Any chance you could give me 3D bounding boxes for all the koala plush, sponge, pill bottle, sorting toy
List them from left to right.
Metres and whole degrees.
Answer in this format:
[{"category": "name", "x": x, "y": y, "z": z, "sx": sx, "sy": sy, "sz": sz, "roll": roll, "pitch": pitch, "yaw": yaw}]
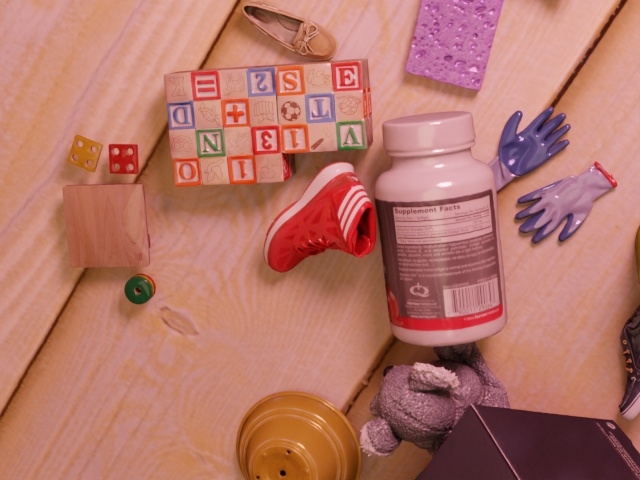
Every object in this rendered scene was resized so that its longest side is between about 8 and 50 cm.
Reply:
[{"category": "sorting toy", "x": -0.336, "y": -0.036, "z": 1.655, "sx": 0.132, "sy": 0.046, "sz": 0.275, "roll": -1, "pitch": 103, "yaw": 10}, {"category": "koala plush", "x": 0.159, "y": 0.240, "z": 1.512, "sx": 0.196, "sy": 0.221, "sz": 0.203, "roll": -47, "pitch": 61, "yaw": 14}, {"category": "pill bottle", "x": 0.172, "y": -0.021, "z": 1.506, "sx": 0.176, "sy": 0.176, "sz": 0.319, "roll": -5, "pitch": 101, "yaw": 11}, {"category": "sponge", "x": 0.202, "y": -0.333, "z": 1.507, "sx": 0.117, "sy": 0.031, "sz": 0.210, "roll": 15, "pitch": 103, "yaw": 5}]

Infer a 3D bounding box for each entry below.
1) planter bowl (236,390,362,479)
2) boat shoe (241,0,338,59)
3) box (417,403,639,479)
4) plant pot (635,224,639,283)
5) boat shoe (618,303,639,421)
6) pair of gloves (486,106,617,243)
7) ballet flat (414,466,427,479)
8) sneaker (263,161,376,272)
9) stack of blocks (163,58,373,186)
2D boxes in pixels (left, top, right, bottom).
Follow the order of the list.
[{"category": "planter bowl", "x": -0.048, "y": 0.358, "z": 1.659, "sx": 0.217, "sy": 0.090, "sz": 0.217, "roll": 3, "pitch": 101, "yaw": 15}, {"category": "boat shoe", "x": -0.047, "y": -0.313, "z": 1.543, "sx": 0.153, "sy": 0.048, "sz": 0.056, "roll": 31, "pitch": 106, "yaw": 2}, {"category": "box", "x": 0.286, "y": 0.403, "z": 1.482, "sx": 0.294, "sy": 0.183, "sz": 0.296, "roll": 12, "pitch": 121, "yaw": -33}, {"category": "plant pot", "x": 0.567, "y": 0.027, "z": 1.433, "sx": 0.207, "sy": 0.227, "sz": 0.228, "roll": -40, "pitch": 94, "yaw": 22}, {"category": "boat shoe", "x": 0.479, "y": 0.178, "z": 1.563, "sx": 0.083, "sy": 0.065, "sz": 0.183, "roll": 29, "pitch": 103, "yaw": 11}, {"category": "pair of gloves", "x": 0.331, "y": -0.098, "z": 1.543, "sx": 0.159, "sy": 0.023, "sz": 0.198, "roll": -39, "pitch": 95, "yaw": 13}, {"category": "ballet flat", "x": 0.159, "y": 0.480, "z": 1.664, "sx": 0.124, "sy": 0.116, "sz": 0.342, "roll": 33, "pitch": 107, "yaw": -20}, {"category": "sneaker", "x": 0.000, "y": 0.000, "z": 1.543, "sx": 0.221, "sy": 0.087, "sz": 0.128, "roll": -56, "pitch": 51, "yaw": 35}, {"category": "stack of blocks", "x": -0.074, "y": -0.177, "z": 1.558, "sx": 0.297, "sy": 0.087, "sz": 0.171, "roll": -3, "pitch": 102, "yaw": 10}]
